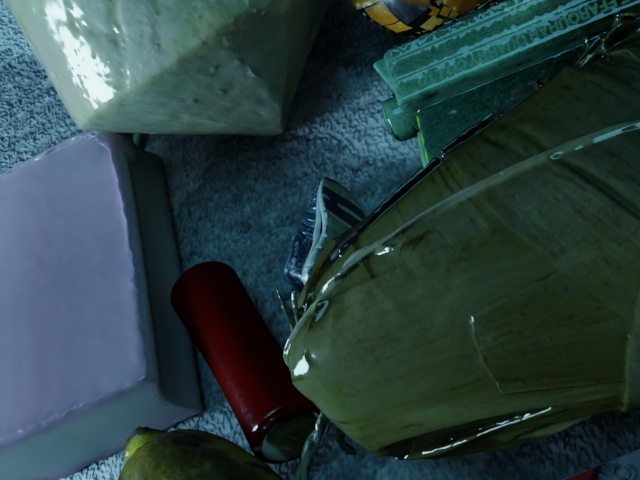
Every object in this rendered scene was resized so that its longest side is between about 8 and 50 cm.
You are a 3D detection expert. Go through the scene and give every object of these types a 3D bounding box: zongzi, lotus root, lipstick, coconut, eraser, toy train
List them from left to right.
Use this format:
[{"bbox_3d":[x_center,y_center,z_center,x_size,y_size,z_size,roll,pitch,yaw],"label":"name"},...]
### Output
[{"bbox_3d":[-0.290,0.069,1.234,0.272,0.122,0.359,-25,53,17],"label":"eraser"},{"bbox_3d":[-0.152,-0.291,1.211,0.344,0.415,0.415,-21,51,46],"label":"coconut"},{"bbox_3d":[-0.100,0.264,0.976,0.314,0.141,0.169,29,122,45],"label":"lotus root"},{"bbox_3d":[-0.076,0.114,1.088,0.080,0.080,0.241,-41,43,4],"label":"lipstick"},{"bbox_3d":[0.152,0.089,0.764,0.500,0.218,0.467,-37,23,10],"label":"zongzi"},{"bbox_3d":[0.217,-0.145,1.040,0.330,0.138,0.178,-21,56,17],"label":"toy train"}]

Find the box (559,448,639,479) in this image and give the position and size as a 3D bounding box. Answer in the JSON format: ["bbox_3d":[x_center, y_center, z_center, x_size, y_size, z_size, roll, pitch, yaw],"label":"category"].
[{"bbox_3d":[0.226,0.213,0.888,0.218,0.039,0.055,-26,54,16],"label":"box"}]

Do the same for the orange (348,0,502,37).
[{"bbox_3d":[0.128,-0.305,1.145,0.234,0.182,0.234,-2,45,2],"label":"orange"}]

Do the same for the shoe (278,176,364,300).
[{"bbox_3d":[0.000,0.000,1.142,0.071,0.064,0.143,-20,47,43],"label":"shoe"}]

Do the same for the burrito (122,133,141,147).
[{"bbox_3d":[-0.256,-0.140,1.388,0.074,0.044,0.118,-25,49,11],"label":"burrito"}]

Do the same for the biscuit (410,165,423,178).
[{"bbox_3d":[0.146,-0.042,1.100,0.147,0.018,0.071,14,67,35],"label":"biscuit"}]
